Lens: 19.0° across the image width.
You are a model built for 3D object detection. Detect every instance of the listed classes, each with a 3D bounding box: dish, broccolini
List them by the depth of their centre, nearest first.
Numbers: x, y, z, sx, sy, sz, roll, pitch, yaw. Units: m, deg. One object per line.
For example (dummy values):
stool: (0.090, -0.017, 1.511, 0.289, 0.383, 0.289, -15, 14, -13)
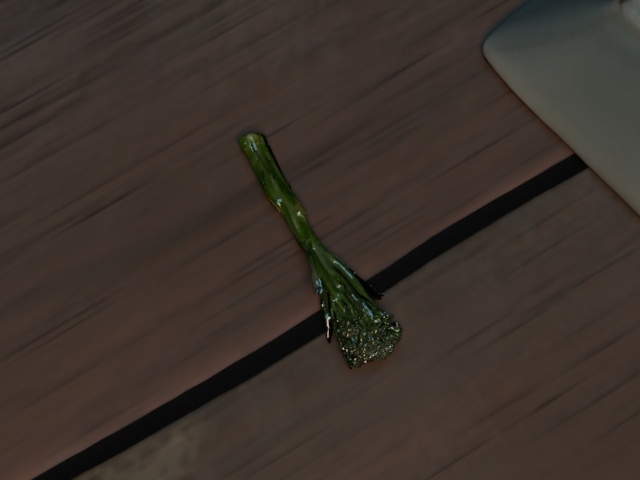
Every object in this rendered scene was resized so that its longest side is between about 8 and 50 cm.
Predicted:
broccolini: (0.000, 0.000, 0.928, 0.035, 0.030, 0.140, -20, 61, -15)
dish: (0.225, -0.120, 0.941, 0.243, 0.080, 0.182, -38, 69, -13)
